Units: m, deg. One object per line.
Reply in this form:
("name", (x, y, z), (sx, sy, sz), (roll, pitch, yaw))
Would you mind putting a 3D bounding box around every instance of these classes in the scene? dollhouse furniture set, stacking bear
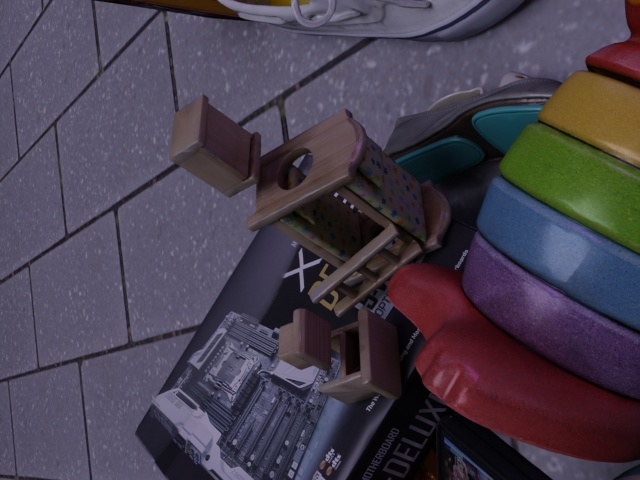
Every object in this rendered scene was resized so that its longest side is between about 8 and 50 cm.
("dollhouse furniture set", (0.000, 0.000, 0.529), (0.101, 0.182, 0.161), (-26, 49, 32))
("stacking bear", (0.178, -0.042, 0.441), (0.175, 0.164, 0.289), (-102, 37, -72))

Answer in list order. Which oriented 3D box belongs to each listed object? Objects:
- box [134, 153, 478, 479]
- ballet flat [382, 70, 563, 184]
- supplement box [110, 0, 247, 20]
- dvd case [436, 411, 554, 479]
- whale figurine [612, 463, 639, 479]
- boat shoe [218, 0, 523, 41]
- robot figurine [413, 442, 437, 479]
("box", (-0.003, 0.101, 0.670), (0.242, 0.076, 0.307), (32, 90, 49))
("ballet flat", (0.126, -0.091, 0.598), (0.213, 0.072, 0.068), (-12, 52, 52))
("supplement box", (-0.158, -0.346, 0.869), (0.129, 0.191, 0.194), (23, 110, 52))
("dvd case", (0.127, 0.234, 0.433), (0.180, 0.022, 0.253), (36, 140, 49))
("whale figurine", (0.248, 0.209, 0.379), (0.272, 0.141, 0.216), (31, 136, 44))
("boat shoe", (0.011, -0.239, 0.668), (0.367, 0.156, 0.136), (18, 107, 53))
("robot figurine", (0.123, 0.305, 0.604), (0.291, 0.085, 0.211), (54, 132, 38))
